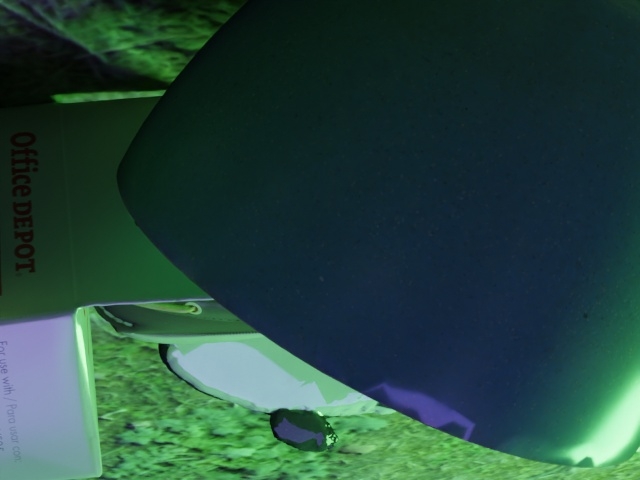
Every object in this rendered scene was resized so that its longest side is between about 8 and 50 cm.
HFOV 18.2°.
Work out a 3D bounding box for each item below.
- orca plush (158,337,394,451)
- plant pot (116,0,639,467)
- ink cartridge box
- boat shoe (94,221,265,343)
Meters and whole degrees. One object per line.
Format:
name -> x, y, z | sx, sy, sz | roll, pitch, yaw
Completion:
orca plush -> 0.028, 0.050, 1.392 | 0.287, 0.102, 0.151 | -15, 111, -6
plant pot -> 0.075, -0.053, 0.961 | 0.290, 0.290, 0.195 | 15, 111, -39
ink cartridge box -> -0.229, 0.033, 1.064 | 0.353, 0.207, 0.119 | -6, 126, -5
boat shoe -> 0.000, 0.004, 1.212 | 0.305, 0.109, 0.091 | -7, 161, 9
